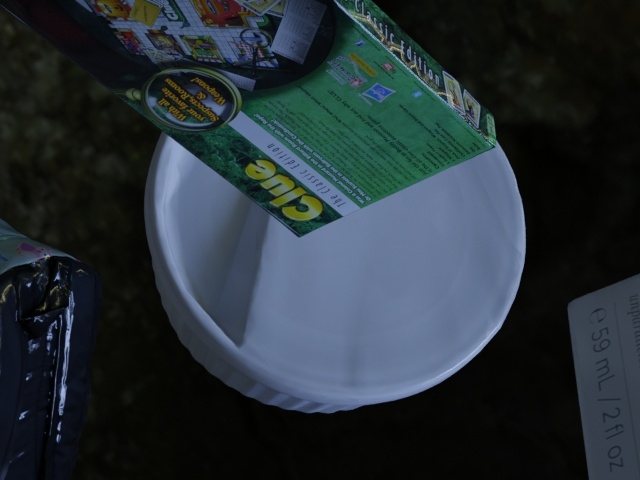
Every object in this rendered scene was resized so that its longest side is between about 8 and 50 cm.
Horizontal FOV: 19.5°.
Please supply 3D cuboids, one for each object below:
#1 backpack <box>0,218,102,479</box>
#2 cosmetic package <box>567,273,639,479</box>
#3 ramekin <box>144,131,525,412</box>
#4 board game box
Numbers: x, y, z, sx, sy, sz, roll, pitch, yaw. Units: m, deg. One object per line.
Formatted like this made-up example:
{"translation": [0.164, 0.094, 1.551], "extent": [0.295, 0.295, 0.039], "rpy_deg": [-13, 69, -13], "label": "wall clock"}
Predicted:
{"translation": [-0.181, 0.077, 0.911], "extent": [0.115, 0.182, 0.152], "rpy_deg": [22, -164, 23], "label": "backpack"}
{"translation": [0.211, 0.094, 0.570], "extent": [0.224, 0.138, 0.224], "rpy_deg": [-23, -142, 19], "label": "cosmetic package"}
{"translation": [0.000, 0.000, 1.348], "extent": [0.273, 0.273, 0.127], "rpy_deg": [-48, 178, -24], "label": "ramekin"}
{"translation": [-0.037, -0.095, 0.949], "extent": [0.136, 0.259, 0.030], "rpy_deg": [-26, -133, 27], "label": "board game box"}
